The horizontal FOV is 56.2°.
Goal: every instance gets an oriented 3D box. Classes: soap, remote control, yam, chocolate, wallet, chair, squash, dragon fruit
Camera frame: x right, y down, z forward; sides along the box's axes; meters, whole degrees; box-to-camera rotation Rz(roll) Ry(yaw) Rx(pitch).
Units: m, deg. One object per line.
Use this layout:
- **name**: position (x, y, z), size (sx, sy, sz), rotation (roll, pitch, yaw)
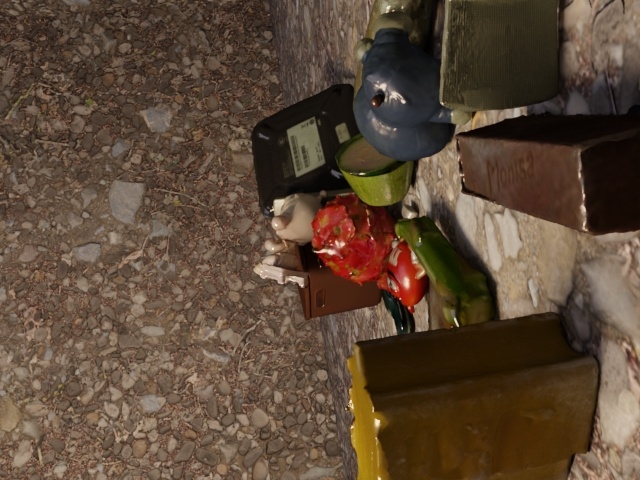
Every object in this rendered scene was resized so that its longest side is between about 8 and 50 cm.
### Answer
- **soap**: position (0.182, 0.237, 0.768), size (0.143, 0.280, 0.260), rotation (-117, 19, -59)
- **remote control**: position (0.018, -0.071, 1.572), size (0.038, 0.285, 0.124), rotation (-69, -28, -59)
- **yam**: position (0.138, -0.344, 1.121), size (0.331, 0.133, 0.133), rotation (98, 163, -49)
- **chocolate**: position (0.247, -0.079, 0.635), size (0.321, 0.111, 0.112), rotation (-128, 29, -74)
- **wallet**: position (0.238, 0.154, 1.176), size (0.137, 0.031, 0.256), rotation (-106, 13, -62)
- **remote control**: position (0.184, 0.152, 1.495), size (0.222, 0.042, 0.072), rotation (-105, 9, -45)
- **chair**: position (0.187, -0.330, 0.685), size (0.186, 0.160, 0.320), rotation (-122, 26, -58)
- **squash**: position (0.122, -0.155, 1.277), size (0.170, 0.170, 0.123), rotation (-106, 1, -46)
- **dragon fruit**: position (0.101, 0.007, 1.437), size (0.268, 0.205, 0.210), rotation (47, -152, -22)

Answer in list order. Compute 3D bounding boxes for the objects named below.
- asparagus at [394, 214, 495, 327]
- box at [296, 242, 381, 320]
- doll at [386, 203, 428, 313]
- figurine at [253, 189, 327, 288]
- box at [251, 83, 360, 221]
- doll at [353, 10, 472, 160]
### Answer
- **asparagus**: position (0.210, 0.038, 1.052), size (0.343, 0.081, 0.085), rotation (-111, 21, -50)
- **box**: position (0.035, 0.033, 1.758), size (0.240, 0.229, 0.340), rotation (92, 168, -46)
- **doll**: position (0.184, 0.046, 1.277), size (0.183, 0.085, 0.218), rotation (-114, 25, -71)
- **figurine**: position (-0.065, -0.015, 1.493), size (0.144, 0.181, 0.257), rotation (17, 88, 48)
- **box**: position (-0.029, -0.245, 1.680), size (0.091, 0.350, 0.360), rotation (32, -139, -55)
- **doll**: position (0.145, -0.234, 1.011), size (0.228, 0.154, 0.258), rotation (38, 173, 16)
